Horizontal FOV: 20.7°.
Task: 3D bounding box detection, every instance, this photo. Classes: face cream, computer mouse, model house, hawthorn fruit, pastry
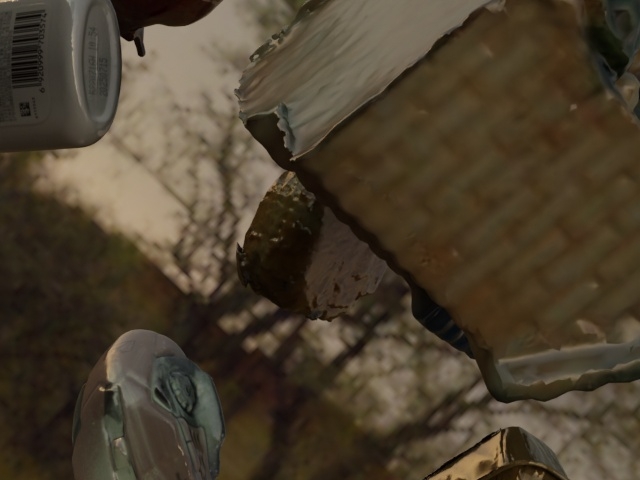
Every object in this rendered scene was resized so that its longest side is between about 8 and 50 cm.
[{"bbox_3d":[-0.296,-0.143,1.521,0.291,0.144,0.071,-3,-4,36],"label":"face cream"},{"bbox_3d":[-0.224,0.281,2.173,0.115,0.199,0.389,36,37,-53],"label":"computer mouse"},{"bbox_3d":[0.198,-0.081,1.497,0.400,0.395,0.445,50,8,-17],"label":"model house"},{"bbox_3d":[-0.184,-0.333,2.055,0.208,0.248,0.208,19,12,-4],"label":"hawthorn fruit"},{"bbox_3d":[0.000,0.000,2.028,0.100,0.229,0.218,28,-49,31],"label":"pastry"}]

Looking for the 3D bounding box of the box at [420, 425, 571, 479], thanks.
[{"bbox_3d":[0.150,0.244,1.569,0.111,0.177,0.111,37,31,-27],"label":"box"}]
